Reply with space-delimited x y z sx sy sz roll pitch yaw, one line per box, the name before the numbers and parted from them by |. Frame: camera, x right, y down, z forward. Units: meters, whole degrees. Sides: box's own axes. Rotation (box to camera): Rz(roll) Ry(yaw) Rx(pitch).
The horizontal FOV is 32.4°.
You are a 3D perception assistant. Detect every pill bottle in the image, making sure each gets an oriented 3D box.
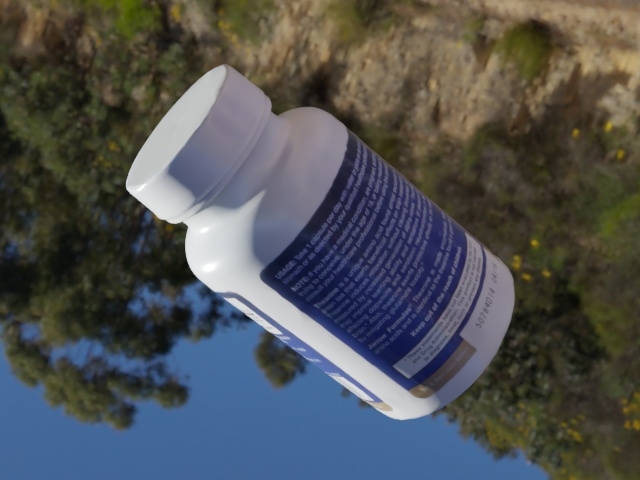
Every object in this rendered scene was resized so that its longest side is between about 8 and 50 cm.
pill bottle | 0.000 0.000 0.355 0.120 0.067 0.067 39 -178 -22
